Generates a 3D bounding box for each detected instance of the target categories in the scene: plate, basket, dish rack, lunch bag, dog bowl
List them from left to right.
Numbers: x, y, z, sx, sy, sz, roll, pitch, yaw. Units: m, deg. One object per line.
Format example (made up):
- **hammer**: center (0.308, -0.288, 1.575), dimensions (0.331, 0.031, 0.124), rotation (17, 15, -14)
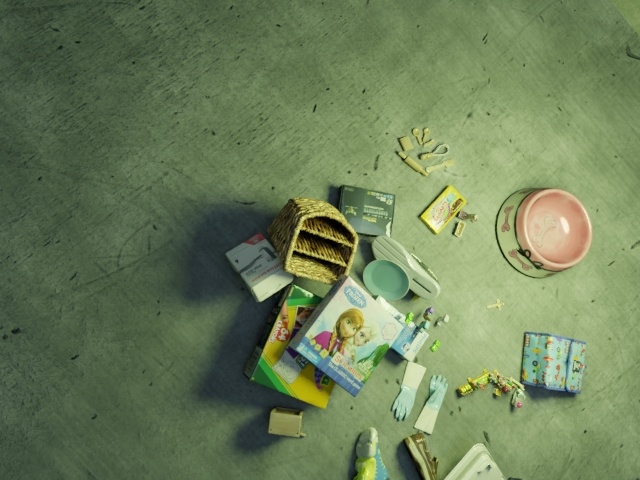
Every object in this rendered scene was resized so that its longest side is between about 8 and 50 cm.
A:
- **basket**: center (0.000, 0.000, 1.616), dimensions (0.299, 0.223, 0.213), rotation (21, 119, -39)
- **plate**: center (0.259, 0.151, 1.781), dimensions (0.188, 0.188, 0.024), rotation (46, 36, -4)
- **dish rack**: center (0.575, 0.975, 1.729), dimensions (0.333, 0.072, 0.285), rotation (-41, 113, -16)
- **dog bowl**: center (0.980, -0.044, 1.966), dimensions (0.408, 0.150, 0.408), rotation (2, 83, -13)
- **lunch bag**: center (1.013, 0.521, 1.925), dimensions (0.293, 0.138, 0.221), rotation (15, 78, -23)

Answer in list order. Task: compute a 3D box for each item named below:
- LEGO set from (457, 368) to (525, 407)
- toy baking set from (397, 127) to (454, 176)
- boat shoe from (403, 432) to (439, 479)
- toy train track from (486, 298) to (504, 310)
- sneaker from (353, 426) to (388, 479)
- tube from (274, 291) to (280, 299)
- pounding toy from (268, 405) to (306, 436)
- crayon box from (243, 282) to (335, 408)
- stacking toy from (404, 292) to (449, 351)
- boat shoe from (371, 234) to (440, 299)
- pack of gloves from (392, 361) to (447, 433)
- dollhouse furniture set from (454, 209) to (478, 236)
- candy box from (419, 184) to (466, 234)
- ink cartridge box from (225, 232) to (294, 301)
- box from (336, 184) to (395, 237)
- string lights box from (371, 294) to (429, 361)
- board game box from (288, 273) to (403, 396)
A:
- **LEGO set**: center (0.708, 0.592, 1.839), dimensions (0.287, 0.107, 0.132), rotation (13, 80, -11)
- **toy baking set**: center (0.456, -0.375, 1.951), dimensions (0.256, 0.030, 0.197), rotation (42, 76, -5)
- **boat shoe**: center (0.417, 0.864, 1.739), dimensions (0.095, 0.095, 0.257), rotation (-25, 88, -9)
- **toy train track**: center (0.749, 0.277, 1.938), dimensions (0.083, 0.014, 0.048), rotation (-8, 84, -13)
- **sneaker**: center (0.197, 0.833, 1.713), dimensions (0.126, 0.091, 0.240), rotation (21, 77, -28)
- **tube**: center (-0.107, 0.288, 1.727), dimensions (0.080, 0.052, 0.207), rotation (-27, 94, -10)
- **pounding toy**: center (-0.114, 0.665, 1.640), dimensions (0.130, 0.141, 0.100), rotation (7, 81, 3)
- **crayon box**: center (-0.060, 0.382, 1.664), dimensions (0.313, 0.106, 0.363), rotation (28, 78, -20)
- **stacking toy**: center (0.412, 0.312, 1.787), dimensions (0.167, 0.052, 0.221), rotation (45, 40, -4)
- **boat shoe**: center (0.338, 0.106, 1.818), dimensions (0.335, 0.119, 0.121), rotation (45, 110, 3)
- **pack of gloves**: center (0.401, 0.623, 1.797), dimensions (0.195, 0.046, 0.232), rotation (25, 78, -9)
- **dollhouse furniture set**: center (0.630, -0.061, 1.919), dimensions (0.091, 0.081, 0.114), rotation (25, 86, -22)
- **candy box**: center (0.522, -0.132, 1.935), dimensions (0.105, 0.027, 0.206), rotation (45, 75, -1)
- **ink cartridge box**: center (-0.221, 0.094, 1.642), dimensions (0.158, 0.092, 0.218), rotation (-33, 51, -15)
- **box**: center (0.180, -0.114, 1.838), dimensions (0.233, 0.059, 0.183), rotation (10, 82, -11)
- **string lights box**: center (0.282, 0.346, 1.790), dimensions (0.260, 0.077, 0.133), rotation (39, 76, -5)
- **board game box**: center (0.100, 0.342, 1.635), dimensions (0.319, 0.066, 0.318), rotation (43, 76, -21)
